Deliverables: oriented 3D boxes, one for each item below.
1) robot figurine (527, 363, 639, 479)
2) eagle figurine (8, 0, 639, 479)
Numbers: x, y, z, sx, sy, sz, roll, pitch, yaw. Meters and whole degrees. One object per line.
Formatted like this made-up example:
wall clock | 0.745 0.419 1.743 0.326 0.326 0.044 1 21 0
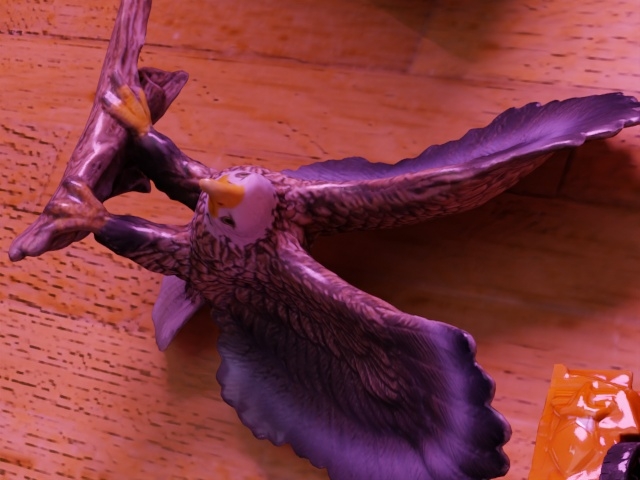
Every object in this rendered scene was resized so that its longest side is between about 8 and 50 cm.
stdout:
robot figurine | 0.152 0.197 0.835 0.211 0.085 0.291 -3 64 35
eagle figurine | -0.003 0.002 1.006 0.298 0.225 0.226 17 115 13
